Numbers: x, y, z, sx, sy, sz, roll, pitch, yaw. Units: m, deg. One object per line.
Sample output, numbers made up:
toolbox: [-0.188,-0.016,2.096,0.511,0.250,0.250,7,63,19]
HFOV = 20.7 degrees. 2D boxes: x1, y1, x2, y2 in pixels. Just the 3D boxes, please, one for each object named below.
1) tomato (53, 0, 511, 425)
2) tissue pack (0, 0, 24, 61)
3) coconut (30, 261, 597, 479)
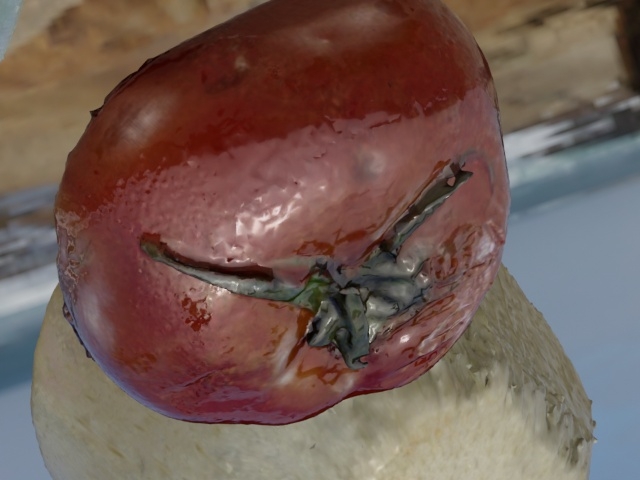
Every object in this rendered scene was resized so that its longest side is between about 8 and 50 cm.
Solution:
tomato: [0.003,0.000,0.773,0.228,0.228,0.101,-17,-138,-32]
tissue pack: [-0.370,-0.363,1.357,0.205,0.405,0.332,-16,160,-28]
coconut: [-0.013,0.113,1.260,0.344,0.415,0.415,-42,-177,-12]
